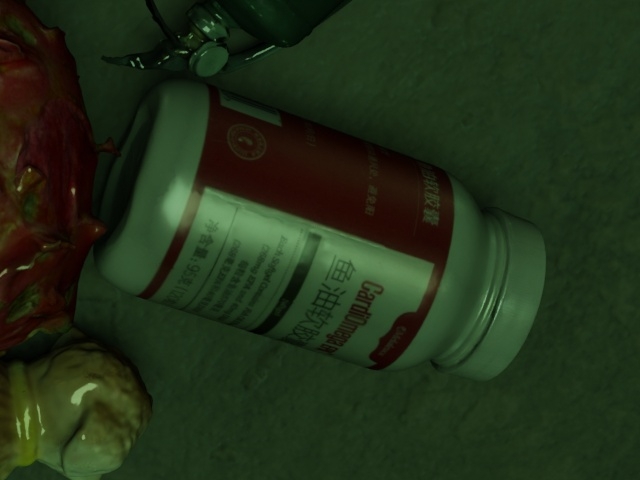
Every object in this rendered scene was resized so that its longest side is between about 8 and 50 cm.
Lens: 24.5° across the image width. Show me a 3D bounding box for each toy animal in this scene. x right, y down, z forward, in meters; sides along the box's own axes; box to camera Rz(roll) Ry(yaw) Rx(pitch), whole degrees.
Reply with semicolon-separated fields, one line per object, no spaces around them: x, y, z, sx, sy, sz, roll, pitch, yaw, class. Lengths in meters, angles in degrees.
-0.198;0.073;0.873;0.185;0.104;0.184;-9;102;-5;toy animal

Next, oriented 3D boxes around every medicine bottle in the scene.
0.000;0.000;0.875;0.250;0.131;0.131;19;102;-17;medicine bottle

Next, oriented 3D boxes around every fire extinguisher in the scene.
0.004;-0.184;0.840;0.294;0.093;0.118;-44;148;2;fire extinguisher

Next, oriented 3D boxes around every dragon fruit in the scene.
-0.215;-0.058;0.778;0.210;0.205;0.268;1;71;3;dragon fruit
